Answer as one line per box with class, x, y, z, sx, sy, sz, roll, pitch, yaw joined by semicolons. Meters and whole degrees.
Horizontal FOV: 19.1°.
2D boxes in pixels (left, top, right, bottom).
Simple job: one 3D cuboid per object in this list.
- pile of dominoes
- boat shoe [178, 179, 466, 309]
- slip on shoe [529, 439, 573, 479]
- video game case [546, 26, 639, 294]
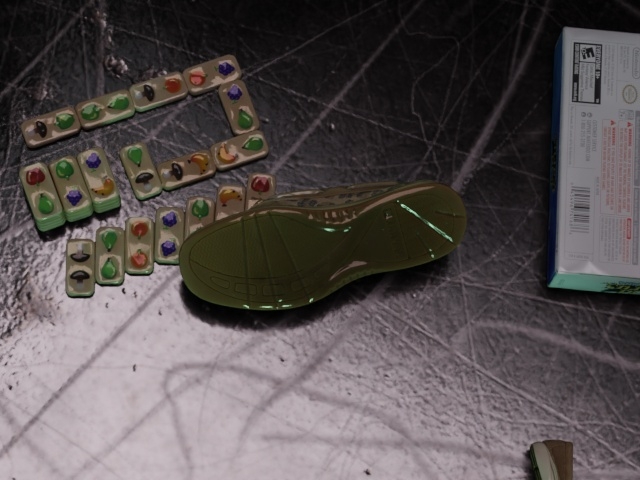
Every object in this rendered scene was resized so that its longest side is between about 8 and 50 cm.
pile of dominoes;-0.170;-0.071;1.907;0.251;0.040;0.196;-20;75;-10
boat shoe;0.000;0.000;1.882;0.285;0.089;0.105;-9;104;-6
slip on shoe;0.234;0.258;1.831;0.041;0.051;0.135;-8;65;-4
video game case;0.359;-0.075;1.937;0.244;0.061;0.270;5;72;-2
